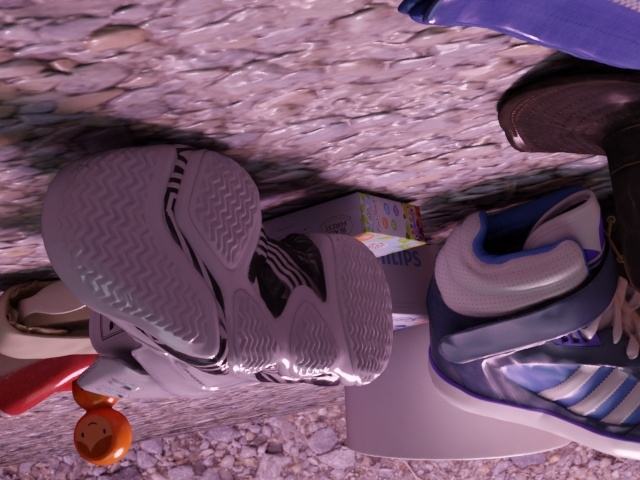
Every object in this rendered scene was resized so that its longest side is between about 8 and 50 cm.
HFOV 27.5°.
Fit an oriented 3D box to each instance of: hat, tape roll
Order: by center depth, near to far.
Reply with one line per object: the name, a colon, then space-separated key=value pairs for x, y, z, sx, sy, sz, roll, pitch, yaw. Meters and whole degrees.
hat: x=0.278 y=-0.021 z=0.828 sx=0.331 sy=0.133 sz=0.331 roll=2 pitch=177 yaw=0
tape roll: x=0.146 y=0.135 z=1.410 sx=0.246 sy=0.169 sz=0.246 roll=-3 pitch=179 yaw=0

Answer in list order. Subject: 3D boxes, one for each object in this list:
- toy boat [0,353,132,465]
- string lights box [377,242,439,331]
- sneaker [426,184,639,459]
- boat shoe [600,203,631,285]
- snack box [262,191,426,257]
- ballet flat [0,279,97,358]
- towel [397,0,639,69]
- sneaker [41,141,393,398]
toy boat: x=-0.233 y=0.156 z=1.349 sx=0.231 sy=0.151 sz=0.151 roll=0 pitch=165 yaw=-41
string lights box: x=-0.018 y=0.066 z=1.281 sx=0.260 sy=0.076 sz=0.133 roll=-19 pitch=164 yaw=39
sneaker: x=0.254 y=0.065 z=1.145 sx=0.323 sy=0.130 sz=0.236 roll=9 pitch=134 yaw=6
boat shoe: x=0.261 y=0.008 z=1.227 sx=0.228 sy=0.081 sz=0.069 roll=-16 pitch=171 yaw=41
snack box: x=0.000 y=0.000 z=1.069 sx=0.141 sy=0.037 sz=0.100 roll=-17 pitch=167 yaw=30
ballet flat: x=-0.165 y=0.059 z=1.137 sx=0.249 sy=0.086 sz=0.086 roll=-5 pitch=168 yaw=-19
towel: x=0.224 y=-0.146 z=0.544 sx=0.336 sy=0.040 sz=0.243 roll=-19 pitch=167 yaw=37
sneaker: x=-0.112 y=0.040 z=0.906 sx=0.210 sy=0.137 sz=0.366 roll=-9 pitch=163 yaw=28
